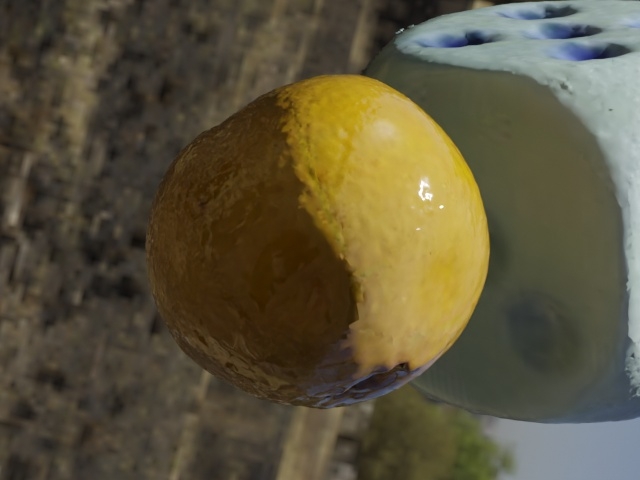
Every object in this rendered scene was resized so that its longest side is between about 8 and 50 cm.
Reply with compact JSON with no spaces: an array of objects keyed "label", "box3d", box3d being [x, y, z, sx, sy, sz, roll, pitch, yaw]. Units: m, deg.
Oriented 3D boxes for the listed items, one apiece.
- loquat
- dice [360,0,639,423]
[{"label":"loquat","box3d":[0.000,0.000,1.123,0.208,0.208,0.208,14,90,-86]},{"label":"dice","box3d":[0.186,-0.029,1.393,0.265,0.262,0.268,-22,115,-47]}]
